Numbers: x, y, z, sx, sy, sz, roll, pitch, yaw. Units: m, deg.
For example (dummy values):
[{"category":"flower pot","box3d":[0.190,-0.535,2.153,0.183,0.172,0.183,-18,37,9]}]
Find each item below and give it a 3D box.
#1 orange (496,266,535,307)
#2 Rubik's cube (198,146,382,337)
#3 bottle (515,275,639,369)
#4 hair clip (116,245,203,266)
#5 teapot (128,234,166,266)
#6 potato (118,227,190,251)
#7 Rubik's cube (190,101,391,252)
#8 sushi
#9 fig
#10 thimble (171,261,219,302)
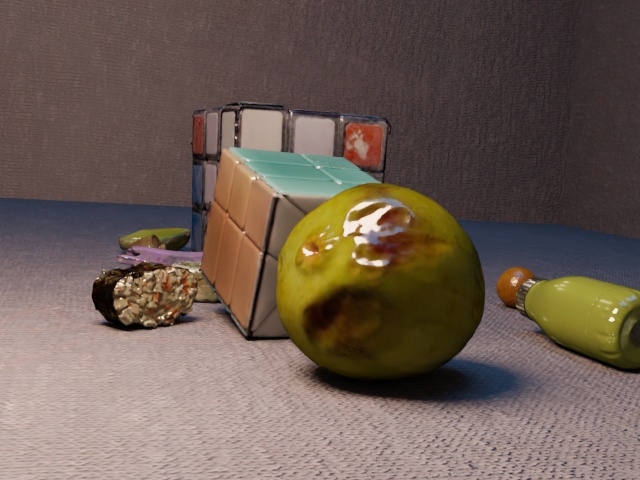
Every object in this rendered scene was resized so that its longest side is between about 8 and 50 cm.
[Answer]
[{"category":"orange","box3d":[0.372,0.089,1.585,0.085,0.085,0.085,4,6,0]},{"category":"Rubik's cube","box3d":[-0.032,0.000,1.265,0.231,0.221,0.224,3,20,-27]},{"category":"bottle","box3d":[0.389,0.109,1.244,0.112,0.112,0.260,2,7,-21]},{"category":"hair clip","box3d":[-0.239,0.052,1.557,0.278,0.090,0.137,-3,18,10]},{"category":"teapot","box3d":[-0.348,0.042,1.740,0.080,0.085,0.110,-18,-27,7]},{"category":"potato","box3d":[-0.398,0.005,2.007,0.119,0.054,0.198,7,11,27]},{"category":"Rubik's cube","box3d":[-0.080,-0.115,1.855,0.358,0.362,0.363,-2,7,-21]},{"category":"sushi","box3d":[-0.253,0.079,1.220,0.078,0.091,0.150,4,6,41]},{"category":"fig","box3d":[0.084,0.062,1.015,0.271,0.239,0.239,34,-13,-34]},{"category":"thimble","box3d":[-0.206,0.071,1.445,0.109,0.062,0.084,2,7,-21]}]
